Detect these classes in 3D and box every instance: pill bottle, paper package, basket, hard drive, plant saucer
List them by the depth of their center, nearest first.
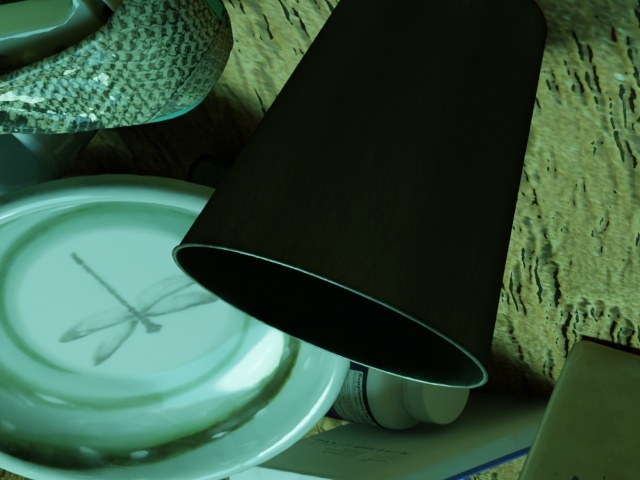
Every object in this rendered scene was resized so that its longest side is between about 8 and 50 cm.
[{"bbox_3d":[0.046,-0.051,1.043,0.204,0.227,0.154,24,163,-3],"label":"basket"},{"bbox_3d":[-0.173,0.068,1.495,0.400,0.101,0.400,-3,135,-3],"label":"plant saucer"},{"bbox_3d":[0.325,0.289,1.553,0.309,0.325,0.168,15,161,25],"label":"paper package"},{"bbox_3d":[0.091,0.221,1.780,0.318,0.040,0.210,-14,-171,-39],"label":"hard drive"},{"bbox_3d":[0.059,0.143,1.794,0.193,0.108,0.108,6,156,41],"label":"pill bottle"}]

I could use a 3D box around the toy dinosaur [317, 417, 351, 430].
[{"bbox_3d":[-0.038,0.187,2.029,0.211,0.112,0.064,9,159,37],"label":"toy dinosaur"}]

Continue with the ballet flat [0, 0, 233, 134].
[{"bbox_3d":[-0.306,-0.135,1.163,0.482,0.164,0.182,-10,146,11],"label":"ballet flat"}]

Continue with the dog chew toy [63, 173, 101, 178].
[{"bbox_3d":[-0.261,0.039,1.748,0.206,0.207,0.332,27,170,-15],"label":"dog chew toy"}]

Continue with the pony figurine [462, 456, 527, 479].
[{"bbox_3d":[0.242,0.365,1.947,0.302,0.364,0.351,17,179,-7],"label":"pony figurine"}]

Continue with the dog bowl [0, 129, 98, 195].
[{"bbox_3d":[-0.345,-0.151,1.428,0.348,0.102,0.349,20,163,6],"label":"dog bowl"}]

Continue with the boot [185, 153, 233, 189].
[{"bbox_3d":[0.000,0.000,1.520,0.161,0.083,0.246,9,151,48],"label":"boot"}]
